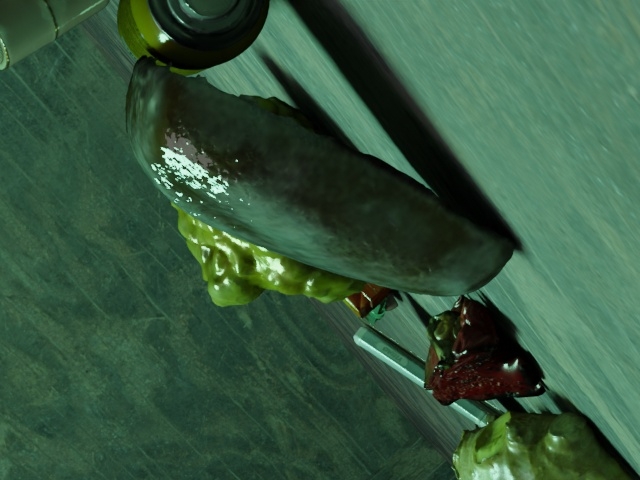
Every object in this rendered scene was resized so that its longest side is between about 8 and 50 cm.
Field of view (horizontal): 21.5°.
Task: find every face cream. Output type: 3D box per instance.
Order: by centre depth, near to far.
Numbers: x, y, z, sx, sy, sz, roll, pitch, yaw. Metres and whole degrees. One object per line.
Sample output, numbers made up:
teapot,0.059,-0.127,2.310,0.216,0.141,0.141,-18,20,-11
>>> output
face cream,-0.102,-0.184,1.315,0.105,0.105,0.348,49,176,-8

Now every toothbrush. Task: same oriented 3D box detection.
toothbrush,0.179,0.206,2.075,0.342,0.025,0.030,34,164,21

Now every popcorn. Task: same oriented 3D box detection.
popcorn,-0.051,-0.022,1.639,0.226,0.203,0.200,28,-160,-40

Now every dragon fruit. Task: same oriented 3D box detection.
dragon fruit,0.148,0.124,1.642,0.122,0.092,0.192,47,175,13

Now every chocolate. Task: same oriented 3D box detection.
chocolate,-0.012,-0.035,1.260,0.303,0.100,0.185,24,177,-19

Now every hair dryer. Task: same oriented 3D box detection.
hair dryer,-0.366,-0.387,2.090,0.107,0.189,0.344,38,150,28

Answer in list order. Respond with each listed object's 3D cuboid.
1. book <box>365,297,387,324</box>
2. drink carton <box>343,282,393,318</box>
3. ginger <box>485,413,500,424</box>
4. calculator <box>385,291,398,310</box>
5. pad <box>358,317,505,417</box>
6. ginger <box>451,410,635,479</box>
book,0.046,0.065,2.232,0.103,0.017,0.135,43,168,8
drink carton,-0.001,-0.005,2.127,0.223,0.071,0.096,47,176,8
ginger,0.239,0.245,1.877,0.122,0.084,0.290,55,175,3
calculator,0.000,0.000,2.336,0.220,0.048,0.329,52,172,-25
pad,0.168,0.183,2.129,0.266,0.002,0.176,33,175,27
ginger,0.214,0.235,1.688,0.157,0.102,0.216,42,145,-18
